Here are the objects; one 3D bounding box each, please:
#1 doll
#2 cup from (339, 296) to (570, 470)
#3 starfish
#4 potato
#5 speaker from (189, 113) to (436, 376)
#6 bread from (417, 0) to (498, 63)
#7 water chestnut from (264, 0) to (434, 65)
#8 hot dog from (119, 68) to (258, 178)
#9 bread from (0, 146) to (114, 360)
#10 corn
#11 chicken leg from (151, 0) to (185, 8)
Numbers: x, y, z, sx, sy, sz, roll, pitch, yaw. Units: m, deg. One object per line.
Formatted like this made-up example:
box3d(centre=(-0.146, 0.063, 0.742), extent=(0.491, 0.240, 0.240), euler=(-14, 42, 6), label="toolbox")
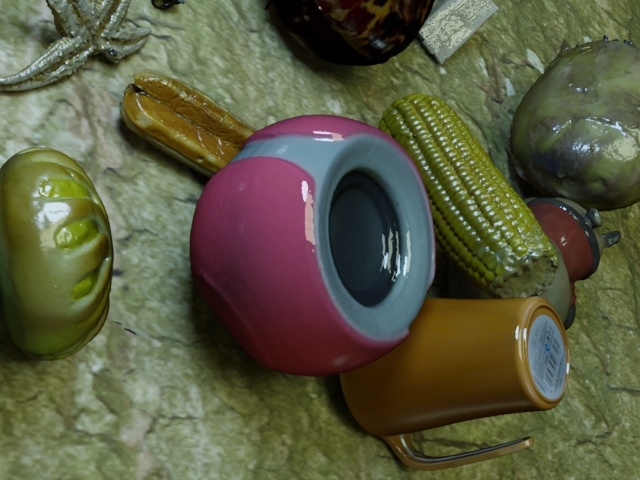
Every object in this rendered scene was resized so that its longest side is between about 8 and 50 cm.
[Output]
box3d(centre=(0.313, 0.036, 1.385), extent=(0.330, 0.174, 0.235), euler=(-33, 92, -43), label="doll")
box3d(centre=(0.163, 0.169, 1.154), extent=(0.182, 0.264, 0.226), euler=(-14, 92, -52), label="cup")
box3d(centre=(-0.273, -0.255, 1.058), extent=(0.247, 0.050, 0.138), euler=(-36, 131, -46), label="starfish")
box3d(centre=(0.417, -0.167, 1.535), extent=(0.237, 0.289, 0.300), euler=(-25, 105, -27), label="potato")
box3d(centre=(0.000, 0.000, 1.065), extent=(0.294, 0.294, 0.294), euler=(18, 61, -35), label="speaker")
box3d(centre=(0.213, -0.364, 1.581), extent=(0.152, 0.105, 0.077), euler=(-42, 103, -11), label="bread")
box3d(centre=(0.064, -0.398, 1.295), extent=(0.300, 0.300, 0.299), euler=(18, 61, -35), label="water chestnut")
box3d(centre=(-0.139, -0.124, 1.143), extent=(0.236, 0.062, 0.092), euler=(34, 68, -32), label="hot dog")
box3d(centre=(-0.249, 0.011, 0.889), extent=(0.105, 0.213, 0.213), euler=(-8, 75, -12), label="bread")
box3d(centre=(0.186, -0.058, 1.240), extent=(0.131, 0.131, 0.344), euler=(11, 36, -37), label="corn")
box3d(centre=(-0.190, -0.416, 1.237), extent=(0.106, 0.051, 0.253), euler=(33, 56, -32), label="chicken leg")
